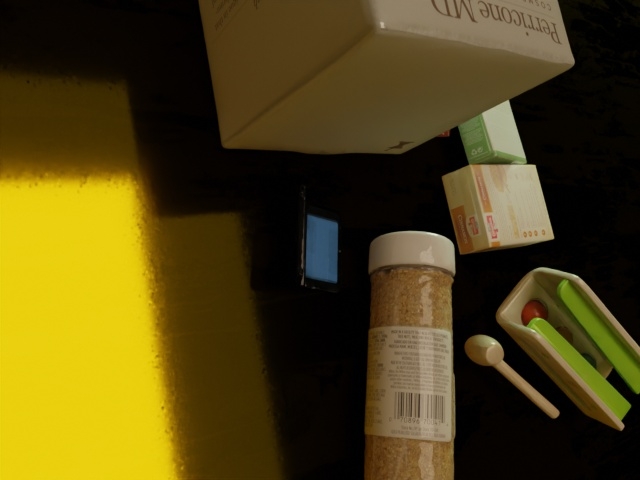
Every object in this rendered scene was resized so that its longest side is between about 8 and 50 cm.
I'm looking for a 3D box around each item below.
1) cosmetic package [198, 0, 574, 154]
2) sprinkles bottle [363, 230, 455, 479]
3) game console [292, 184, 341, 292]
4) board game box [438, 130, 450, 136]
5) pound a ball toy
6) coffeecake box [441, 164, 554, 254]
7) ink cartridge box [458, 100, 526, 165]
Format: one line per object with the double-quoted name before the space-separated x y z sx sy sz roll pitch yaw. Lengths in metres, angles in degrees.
"cosmetic package" 0.054 -0.348 0.718 0.330 0.328 0.393 -6 81 -36
"sprinkles bottle" 0.119 0.170 0.742 0.121 0.121 0.354 15 69 -31
"game console" 0.000 0.000 0.742 0.071 0.107 0.122 2 73 -5
"board game box" 0.230 -0.338 0.978 0.145 0.027 0.281 57 44 -52
"pound a ball toy" 0.392 0.196 0.940 0.319 0.136 0.208 43 82 -17
"coffeecake box" 0.314 -0.057 0.976 0.186 0.068 0.142 -5 80 -36
"ink cartridge box" 0.294 -0.247 0.999 0.171 0.056 0.234 -3 77 -52
